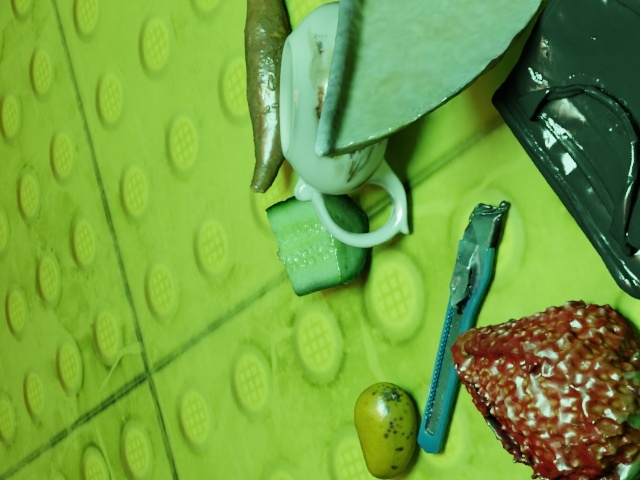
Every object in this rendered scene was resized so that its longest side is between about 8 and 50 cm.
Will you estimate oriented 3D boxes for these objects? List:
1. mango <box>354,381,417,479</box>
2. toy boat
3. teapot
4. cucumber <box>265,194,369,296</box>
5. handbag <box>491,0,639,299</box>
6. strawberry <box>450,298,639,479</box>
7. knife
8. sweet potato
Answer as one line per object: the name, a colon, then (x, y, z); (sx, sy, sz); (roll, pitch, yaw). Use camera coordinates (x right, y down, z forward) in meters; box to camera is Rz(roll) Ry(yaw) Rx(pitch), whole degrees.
mango: (0.071, 0.212, 1.285); (0.079, 0.057, 0.114); (20, 113, 42)
toy boat: (0.104, -0.227, 1.089); (0.276, 0.111, 0.293); (-23, 55, 14)
teapot: (0.029, -0.141, 1.248); (0.204, 0.139, 0.298); (-133, 43, -74)
cucumber: (0.000, 0.000, 1.353); (0.115, 0.062, 0.116); (-21, 84, 53)
handbag: (0.269, -0.112, 0.982); (0.275, 0.088, 0.244); (59, 139, 28)
strawberry: (0.212, 0.148, 1.057); (0.286, 0.106, 0.188); (12, 102, 52)
knife: (0.144, 0.094, 1.205); (0.044, 0.026, 0.297); (24, 112, 36)
sweet potato: (-0.061, -0.214, 1.410); (0.072, 0.066, 0.314); (-6, 86, 45)
